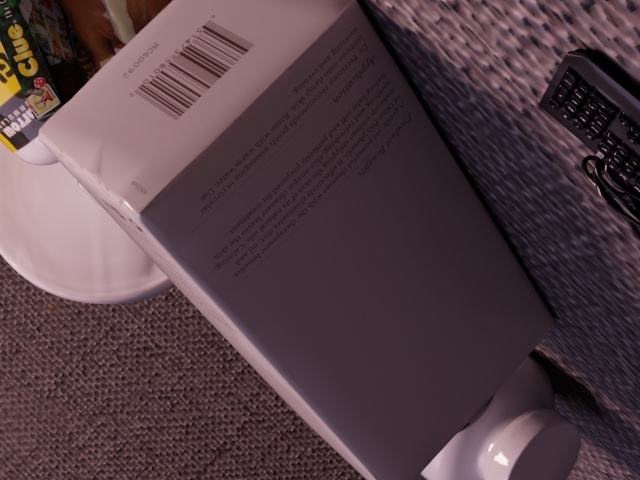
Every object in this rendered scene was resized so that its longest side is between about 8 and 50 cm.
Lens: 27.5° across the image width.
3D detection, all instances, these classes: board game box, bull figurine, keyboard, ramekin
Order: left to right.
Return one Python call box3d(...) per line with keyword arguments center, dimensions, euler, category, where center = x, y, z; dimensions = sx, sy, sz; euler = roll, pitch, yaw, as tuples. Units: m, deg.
box3d(center=(-0.217, -0.177, 1.063), dimensions=(0.260, 0.030, 0.136), euler=(-82, -33, -79), category="board game box")
box3d(center=(-0.228, -0.052, 1.442), dimensions=(0.273, 0.273, 0.127), euler=(42, 170, 10), category="ramekin")
box3d(center=(-0.150, -0.171, 1.029), dimensions=(0.310, 0.101, 0.188), euler=(50, -159, -71), category="bull figurine")
box3d(center=(0.177, -0.006, 0.629), dimensions=(0.192, 0.038, 0.100), euler=(43, 171, 10), category="keyboard")

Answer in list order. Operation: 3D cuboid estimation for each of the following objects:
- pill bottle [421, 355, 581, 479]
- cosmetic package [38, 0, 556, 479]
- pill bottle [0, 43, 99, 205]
box3d(center=(0.113, 0.139, 1.210), dimensions=(0.264, 0.146, 0.146), euler=(35, 168, 43), category="pill bottle")
box3d(center=(0.000, 0.000, 0.934), dimensions=(0.155, 0.197, 0.365), euler=(35, 166, 45), category="cosmetic package")
box3d(center=(-0.279, -0.197, 1.270), dimensions=(0.334, 0.188, 0.188), euler=(46, 171, -17), category="pill bottle")
